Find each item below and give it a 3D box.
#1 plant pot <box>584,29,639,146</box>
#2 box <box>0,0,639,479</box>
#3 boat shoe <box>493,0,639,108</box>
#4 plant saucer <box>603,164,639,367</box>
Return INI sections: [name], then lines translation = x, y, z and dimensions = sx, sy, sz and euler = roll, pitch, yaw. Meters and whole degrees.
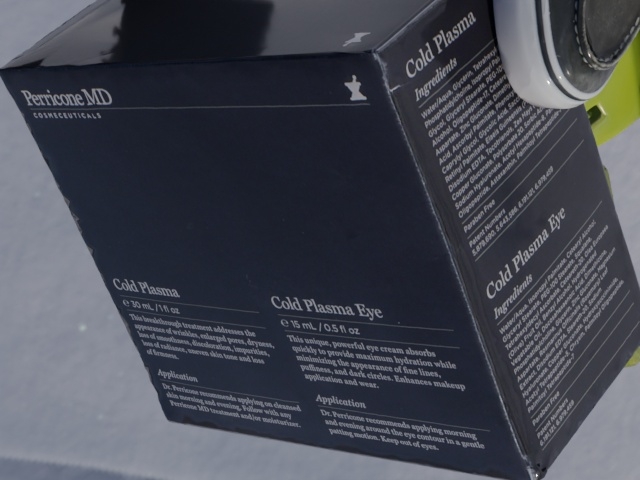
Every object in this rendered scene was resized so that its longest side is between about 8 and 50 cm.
[plant pot]
translation = 0.286, -0.233, 1.756
dimensions = 0.207, 0.227, 0.228
euler = -11, 119, 5
[box]
translation = 0.006, -0.028, 1.063
dimensions = 0.343, 0.179, 0.312
euler = 4, 127, 41
[boat shoe]
translation = 0.196, -0.236, 0.905
dimensions = 0.119, 0.121, 0.335
euler = 13, 86, 42
[plant saucer]
translation = 0.182, 0.033, 1.400
dimensions = 0.188, 0.045, 0.188
euler = -10, 83, 4
